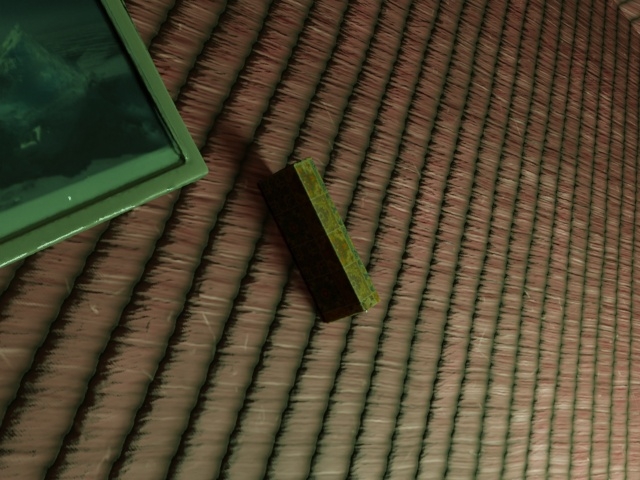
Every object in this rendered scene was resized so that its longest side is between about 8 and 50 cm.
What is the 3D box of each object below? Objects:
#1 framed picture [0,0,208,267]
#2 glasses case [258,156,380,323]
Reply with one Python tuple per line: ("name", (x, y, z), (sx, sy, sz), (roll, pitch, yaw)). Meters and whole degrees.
("framed picture", (-0.341, -0.144, 0.845), (0.446, 0.028, 0.326), (-34, 98, -47))
("glasses case", (0.000, 0.000, 1.091), (0.049, 0.075, 0.218), (-29, 95, -49))
